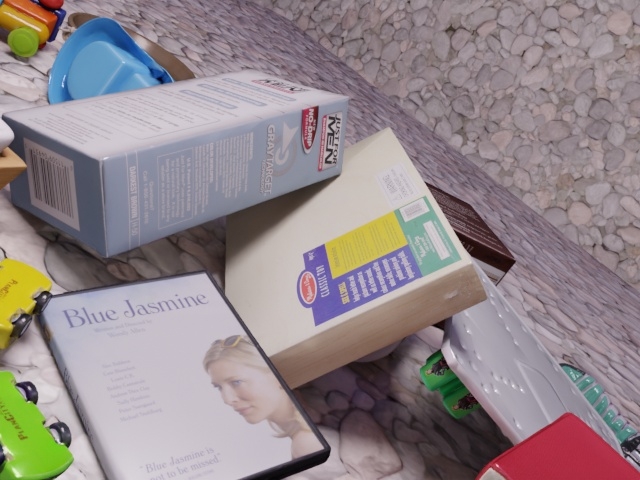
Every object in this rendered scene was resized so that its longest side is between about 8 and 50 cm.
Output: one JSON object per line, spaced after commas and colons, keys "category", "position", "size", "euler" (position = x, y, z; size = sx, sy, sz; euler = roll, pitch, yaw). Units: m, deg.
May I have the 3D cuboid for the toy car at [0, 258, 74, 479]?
{"category": "toy car", "position": [-0.265, 0.102, 0.529], "size": [0.225, 0.053, 0.239], "euler": [42, 22, 24]}

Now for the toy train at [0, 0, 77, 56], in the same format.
{"category": "toy train", "position": [-0.473, -0.349, 1.216], "size": [0.248, 0.105, 0.143], "euler": [25, 31, -21]}

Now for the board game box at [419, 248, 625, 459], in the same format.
{"category": "board game box", "position": [0.270, 0.216, 0.913], "size": [0.390, 0.050, 0.390], "euler": [50, 20, -5]}

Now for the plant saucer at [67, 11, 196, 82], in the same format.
{"category": "plant saucer", "position": [-0.385, -0.376, 1.488], "size": [0.278, 0.041, 0.278], "euler": [28, 21, -12]}

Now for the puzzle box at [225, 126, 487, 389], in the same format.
{"category": "puzzle box", "position": [0.012, 0.006, 0.888], "size": [0.052, 0.272, 0.409], "euler": [61, 7, -27]}

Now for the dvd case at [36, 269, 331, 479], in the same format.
{"category": "dvd case", "position": [-0.128, 0.123, 0.653], "size": [0.180, 0.022, 0.253], "euler": [-9, 42, -35]}

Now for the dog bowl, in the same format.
{"category": "dog bowl", "position": [-0.287, -0.204, 1.070], "size": [0.297, 0.166, 0.074], "euler": [45, 11, 32]}

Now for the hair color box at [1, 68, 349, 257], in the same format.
{"category": "hair color box", "position": [-0.155, -0.112, 0.874], "size": [0.185, 0.113, 0.375], "euler": [24, 33, 34]}

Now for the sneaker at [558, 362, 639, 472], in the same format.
{"category": "sneaker", "position": [0.447, 0.296, 1.160], "size": [0.223, 0.083, 0.098], "euler": [51, 5, 32]}

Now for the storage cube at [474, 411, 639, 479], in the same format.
{"category": "storage cube", "position": [0.192, 0.286, 0.601], "size": [0.215, 0.183, 0.193], "euler": [44, 24, 27]}

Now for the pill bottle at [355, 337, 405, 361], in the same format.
{"category": "pill bottle", "position": [0.085, 0.068, 1.015], "size": [0.136, 0.136, 0.246], "euler": [37, 20, 11]}

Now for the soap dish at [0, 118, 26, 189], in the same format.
{"category": "soap dish", "position": [-0.449, -0.104, 0.634], "size": [0.229, 0.118, 0.291], "euler": [38, 21, 15]}

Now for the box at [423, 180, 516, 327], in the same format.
{"category": "box", "position": [0.186, 0.018, 1.241], "size": [0.167, 0.168, 0.203], "euler": [23, 21, -26]}
